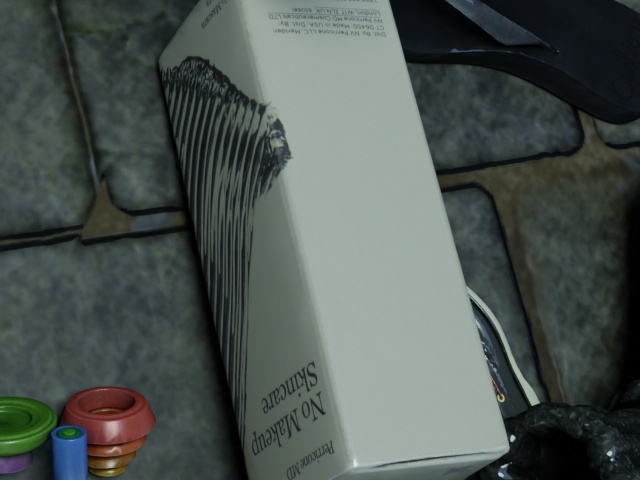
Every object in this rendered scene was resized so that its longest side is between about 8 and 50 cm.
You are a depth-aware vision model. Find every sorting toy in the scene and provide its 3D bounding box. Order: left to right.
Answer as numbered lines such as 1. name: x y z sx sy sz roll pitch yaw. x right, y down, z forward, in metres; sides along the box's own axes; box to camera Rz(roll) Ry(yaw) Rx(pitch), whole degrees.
1. sorting toy: -0.130 0.104 0.820 0.102 0.061 0.042 -6 111 -21

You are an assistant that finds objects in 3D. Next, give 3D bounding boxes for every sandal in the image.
1. sandal: 0.112 -0.147 1.009 0.254 0.054 0.097 14 69 -22

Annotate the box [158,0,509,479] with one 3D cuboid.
1. box: 0.000 0.000 0.856 0.094 0.113 0.275 -1 65 -30

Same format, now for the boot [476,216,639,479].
1. boot: 0.184 0.087 0.898 0.260 0.131 0.348 6 72 -39

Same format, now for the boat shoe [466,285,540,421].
1. boat shoe: 0.082 0.074 0.929 0.042 0.049 0.133 -34 96 -38
